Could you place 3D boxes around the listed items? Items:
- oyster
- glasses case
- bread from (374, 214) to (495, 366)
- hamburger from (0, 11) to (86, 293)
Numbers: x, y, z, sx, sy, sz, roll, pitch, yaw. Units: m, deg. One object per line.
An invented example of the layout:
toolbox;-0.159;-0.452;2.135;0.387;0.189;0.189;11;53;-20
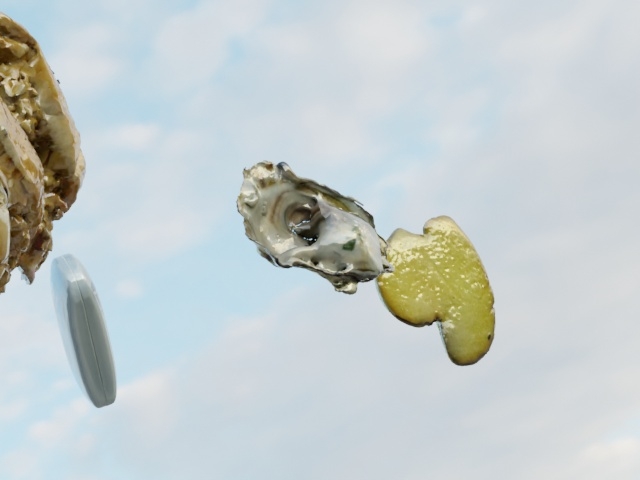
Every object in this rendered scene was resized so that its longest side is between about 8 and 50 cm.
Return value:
oyster;0.001;0.001;1.217;0.165;0.108;0.053;21;-53;-21
glasses case;-0.239;0.093;1.468;0.045;0.067;0.178;-20;-51;-17
bread;0.134;0.070;1.772;0.149;0.188;0.065;-18;-7;-30
hamburger;-0.313;-0.068;1.109;0.245;0.211;0.260;26;-50;-2
